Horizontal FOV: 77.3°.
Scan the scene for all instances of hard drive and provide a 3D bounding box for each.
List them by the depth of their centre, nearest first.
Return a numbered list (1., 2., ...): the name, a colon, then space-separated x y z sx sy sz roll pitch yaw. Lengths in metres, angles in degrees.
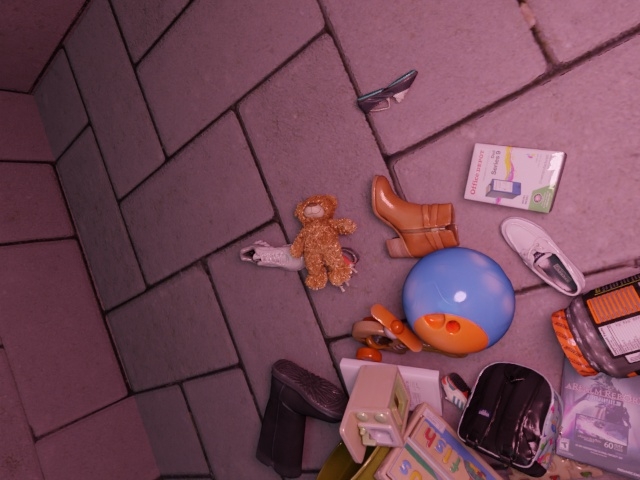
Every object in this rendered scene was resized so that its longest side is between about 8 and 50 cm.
1. hard drive: 0.231 0.474 1.295 0.308 0.040 0.202 1 127 24

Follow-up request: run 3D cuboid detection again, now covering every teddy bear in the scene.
1. teddy bear: 0.000 0.000 1.360 0.245 0.113 0.337 2 84 35

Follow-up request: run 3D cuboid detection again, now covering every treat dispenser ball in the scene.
1. treat dispenser ball: 0.368 0.161 1.083 0.289 0.288 0.287 6 101 33

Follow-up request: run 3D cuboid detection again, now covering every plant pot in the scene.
1. plant pot: 0.223 0.806 1.280 0.353 0.366 0.366 44 120 6

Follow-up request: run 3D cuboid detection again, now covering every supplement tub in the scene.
1. supplement tub: 0.729 0.181 0.894 0.338 0.207 0.207 -32 80 34

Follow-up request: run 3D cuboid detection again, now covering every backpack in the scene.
1. backpack: 0.518 0.465 1.071 0.225 0.191 0.253 2 61 51

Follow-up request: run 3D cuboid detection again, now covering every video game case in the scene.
1. video game case: 0.725 0.444 1.023 0.196 0.026 0.273 5 92 33

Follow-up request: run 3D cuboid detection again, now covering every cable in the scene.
1. cable: 0.026 0.042 1.420 0.287 0.072 0.139 43 120 21

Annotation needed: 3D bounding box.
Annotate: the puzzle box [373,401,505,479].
1. puzzle box: 0.376 0.712 1.141 0.409 0.272 0.052 43 141 9

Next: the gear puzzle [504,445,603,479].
1. gear puzzle: 0.662 0.561 1.104 0.339 0.044 0.175 -28 74 30

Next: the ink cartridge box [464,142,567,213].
1. ink cartridge box: 0.507 -0.168 1.054 0.213 0.093 0.154 17 108 32

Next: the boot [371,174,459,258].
1. boot: 0.283 -0.085 1.205 0.220 0.109 0.283 -13 92 36

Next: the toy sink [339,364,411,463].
1. toy sink: 0.169 0.500 1.155 0.131 0.234 0.152 -10 116 29

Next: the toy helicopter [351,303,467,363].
1. toy helicopter: 0.271 0.300 1.234 0.356 0.140 0.234 6 145 15

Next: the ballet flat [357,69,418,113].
1. ballet flat: 0.212 -0.447 1.227 0.203 0.074 0.074 -19 87 28

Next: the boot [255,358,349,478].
1. boot: -0.080 0.743 1.557 0.367 0.146 0.444 23 106 39

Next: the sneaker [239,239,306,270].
1. sneaker: -0.183 0.065 1.539 0.293 0.118 0.109 5 99 32

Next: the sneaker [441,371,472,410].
1. sneaker: 0.435 0.490 1.241 0.161 0.057 0.075 54 138 13

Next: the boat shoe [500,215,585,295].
1. boat shoe: 0.578 0.035 1.044 0.258 0.084 0.095 46 119 19
